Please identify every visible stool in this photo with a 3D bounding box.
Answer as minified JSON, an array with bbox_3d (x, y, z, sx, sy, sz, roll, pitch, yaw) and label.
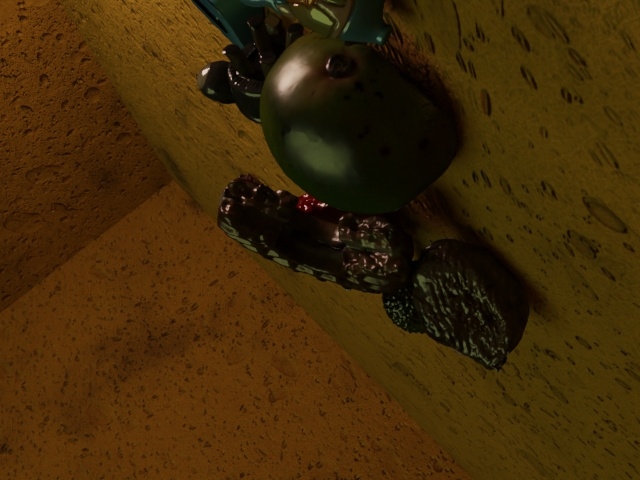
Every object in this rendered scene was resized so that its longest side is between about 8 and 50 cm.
[{"bbox_3d":[-0.109,-0.293,1.120,0.139,0.228,0.153,71,-177,-55],"label":"stool"}]

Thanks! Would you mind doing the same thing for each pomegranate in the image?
[{"bbox_3d":[0.041,-0.148,1.003,0.310,0.216,0.358,40,165,23],"label":"pomegranate"}]

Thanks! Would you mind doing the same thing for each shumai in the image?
[{"bbox_3d":[0.273,0.102,1.151,0.218,0.184,0.185,33,-163,18],"label":"shumai"}]

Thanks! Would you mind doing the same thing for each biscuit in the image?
[{"bbox_3d":[-0.006,0.002,1.173,0.366,0.115,0.268,19,168,13],"label":"biscuit"}]

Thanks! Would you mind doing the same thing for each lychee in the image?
[{"bbox_3d":[0.203,0.118,1.355,0.171,0.171,0.171,46,166,15],"label":"lychee"}]

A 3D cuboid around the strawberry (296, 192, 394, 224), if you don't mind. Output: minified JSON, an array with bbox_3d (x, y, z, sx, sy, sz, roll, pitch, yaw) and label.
[{"bbox_3d":[0.047,-0.052,1.383,0.265,0.149,0.336,21,149,-11],"label":"strawberry"}]

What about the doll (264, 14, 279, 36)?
[{"bbox_3d":[-0.091,-0.377,1.182,0.058,0.040,0.085,25,160,32],"label":"doll"}]

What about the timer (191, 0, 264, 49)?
[{"bbox_3d":[-0.196,-0.474,1.236,0.232,0.091,0.250,46,178,11],"label":"timer"}]

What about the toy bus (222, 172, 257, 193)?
[{"bbox_3d":[-0.275,-0.177,2.210,0.073,0.096,0.235,51,168,-15],"label":"toy bus"}]

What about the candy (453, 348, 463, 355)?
[{"bbox_3d":[0.305,0.173,1.304,0.073,0.092,0.160,46,165,17],"label":"candy"}]

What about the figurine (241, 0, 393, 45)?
[{"bbox_3d":[-0.011,-0.361,0.797,0.262,0.154,0.180,30,154,9],"label":"figurine"}]
